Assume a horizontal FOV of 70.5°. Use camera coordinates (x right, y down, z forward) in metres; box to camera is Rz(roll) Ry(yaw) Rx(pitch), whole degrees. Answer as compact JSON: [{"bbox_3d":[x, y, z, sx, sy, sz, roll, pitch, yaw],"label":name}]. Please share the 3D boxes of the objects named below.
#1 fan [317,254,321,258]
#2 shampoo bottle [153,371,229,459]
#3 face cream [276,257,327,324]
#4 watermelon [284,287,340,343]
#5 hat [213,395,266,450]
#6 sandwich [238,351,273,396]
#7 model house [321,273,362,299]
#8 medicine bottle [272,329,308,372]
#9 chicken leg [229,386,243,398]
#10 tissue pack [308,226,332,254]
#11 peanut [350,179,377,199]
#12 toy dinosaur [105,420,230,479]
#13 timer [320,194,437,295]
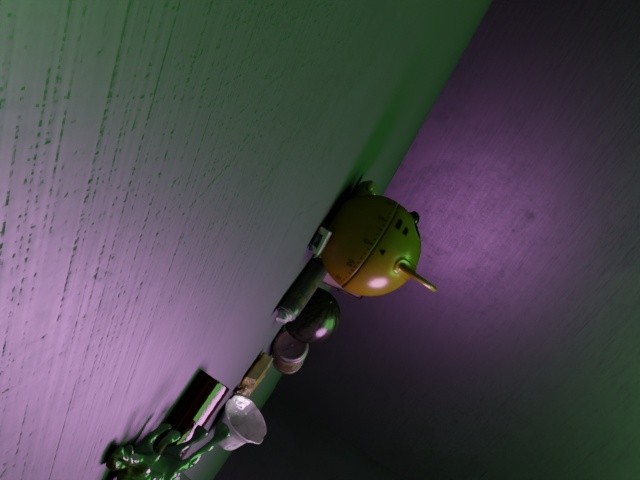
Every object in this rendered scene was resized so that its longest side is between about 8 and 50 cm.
[{"bbox_3d":[-0.044,0.158,1.845,0.229,0.011,0.335,-55,172,-29],"label":"fan"},{"bbox_3d":[-0.294,0.407,0.950,0.260,0.064,0.102,-57,162,-20],"label":"shampoo bottle"},{"bbox_3d":[-0.062,0.173,1.548,0.283,0.073,0.073,-53,170,-39],"label":"face cream"},{"bbox_3d":[-0.030,0.270,1.646,0.212,0.212,0.212,-58,173,-12],"label":"watermelon"},{"bbox_3d":[-0.308,0.676,1.643,0.126,0.203,0.203,-38,177,13],"label":"hat"},{"bbox_3d":[-0.263,0.540,1.756,0.162,0.058,0.193,-50,170,-41],"label":"sandwich"},{"bbox_3d":[0.142,0.092,2.008,0.237,0.237,0.202,-57,167,-51],"label":"model house"},{"bbox_3d":[-0.139,0.502,2.042,0.151,0.151,0.322,-56,172,-25],"label":"medicine bottle"},{"bbox_3d":[-0.302,0.545,1.636,0.036,0.021,0.083,-44,175,9],"label":"chicken leg"},{"bbox_3d":[0.000,0.000,1.387,0.083,0.042,0.062,-61,173,7],"label":"tissue pack"},{"bbox_3d":[0.148,-0.131,1.670,0.099,0.090,0.214,-33,157,-46],"label":"peanut"},{"bbox_3d":[-0.277,0.426,0.854,0.205,0.092,0.393,-31,146,-37],"label":"toy dinosaur"},{"bbox_3d":[0.203,0.036,1.511,0.376,0.387,0.376,-58,180,0],"label":"timer"}]
